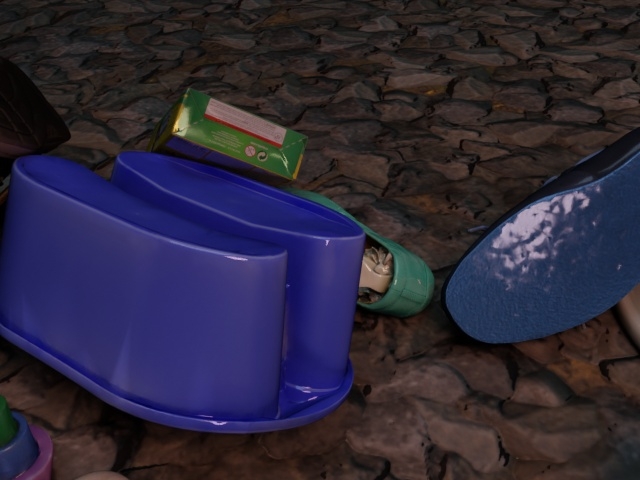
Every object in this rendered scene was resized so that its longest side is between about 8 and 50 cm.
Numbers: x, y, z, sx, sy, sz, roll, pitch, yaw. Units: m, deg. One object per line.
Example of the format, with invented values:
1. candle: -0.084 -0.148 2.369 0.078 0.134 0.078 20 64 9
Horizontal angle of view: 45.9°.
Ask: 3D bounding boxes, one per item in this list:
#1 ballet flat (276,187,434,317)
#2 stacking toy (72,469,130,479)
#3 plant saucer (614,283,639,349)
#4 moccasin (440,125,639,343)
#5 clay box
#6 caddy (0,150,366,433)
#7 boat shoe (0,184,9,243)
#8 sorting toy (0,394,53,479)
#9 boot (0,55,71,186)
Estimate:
1. ballet flat: 0.000 0.000 0.759 0.247 0.083 0.087 27 4 32
2. stacking toy: -0.008 0.238 0.408 0.330 0.141 0.141 13 38 13
3. plant saucer: 0.480 0.034 0.683 0.400 0.100 0.400 -2 36 1
4. moccasin: 0.265 -0.010 0.721 0.342 0.137 0.117 -30 1 -4
5. clay box: -0.113 -0.095 0.810 0.127 0.053 0.222 20 -8 -20
6. caddy: -0.125 0.044 0.646 0.341 0.179 0.241 21 19 30
7. boat shoe: -0.347 0.042 0.717 0.111 0.104 0.307 8 37 14
8. sorting toy: -0.374 0.181 0.506 0.365 0.126 0.127 -17 37 -18
9. boot: -0.399 -0.061 0.684 0.284 0.138 0.377 -36 10 -1
